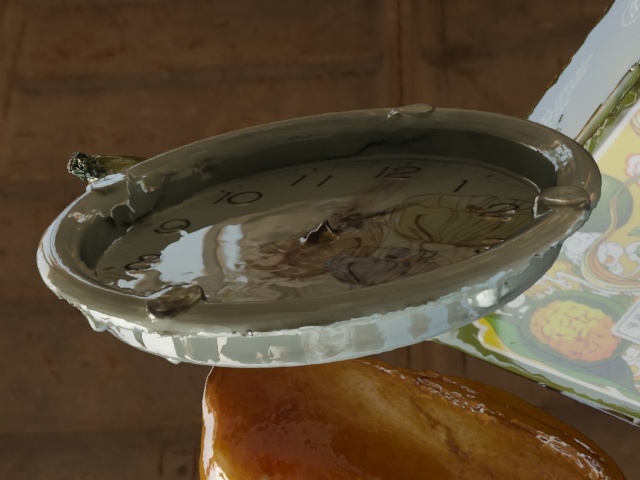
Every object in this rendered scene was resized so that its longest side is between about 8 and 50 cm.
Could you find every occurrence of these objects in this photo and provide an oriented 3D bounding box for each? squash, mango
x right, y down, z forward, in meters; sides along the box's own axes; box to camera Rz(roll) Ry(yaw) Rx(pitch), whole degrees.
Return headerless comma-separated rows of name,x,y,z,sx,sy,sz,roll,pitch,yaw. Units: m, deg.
squash,-0.174,-0.062,1.222,0.052,0.183,0.052,0,-90,33
mango,0.062,0.148,0.759,0.257,0.187,0.138,14,-87,30

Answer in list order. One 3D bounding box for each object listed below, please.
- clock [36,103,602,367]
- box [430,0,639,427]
clock,0.000,0.000,0.527,0.237,0.053,0.236,-8,-160,3
box,0.347,-0.008,1.099,0.373,0.420,0.138,23,-139,-12
